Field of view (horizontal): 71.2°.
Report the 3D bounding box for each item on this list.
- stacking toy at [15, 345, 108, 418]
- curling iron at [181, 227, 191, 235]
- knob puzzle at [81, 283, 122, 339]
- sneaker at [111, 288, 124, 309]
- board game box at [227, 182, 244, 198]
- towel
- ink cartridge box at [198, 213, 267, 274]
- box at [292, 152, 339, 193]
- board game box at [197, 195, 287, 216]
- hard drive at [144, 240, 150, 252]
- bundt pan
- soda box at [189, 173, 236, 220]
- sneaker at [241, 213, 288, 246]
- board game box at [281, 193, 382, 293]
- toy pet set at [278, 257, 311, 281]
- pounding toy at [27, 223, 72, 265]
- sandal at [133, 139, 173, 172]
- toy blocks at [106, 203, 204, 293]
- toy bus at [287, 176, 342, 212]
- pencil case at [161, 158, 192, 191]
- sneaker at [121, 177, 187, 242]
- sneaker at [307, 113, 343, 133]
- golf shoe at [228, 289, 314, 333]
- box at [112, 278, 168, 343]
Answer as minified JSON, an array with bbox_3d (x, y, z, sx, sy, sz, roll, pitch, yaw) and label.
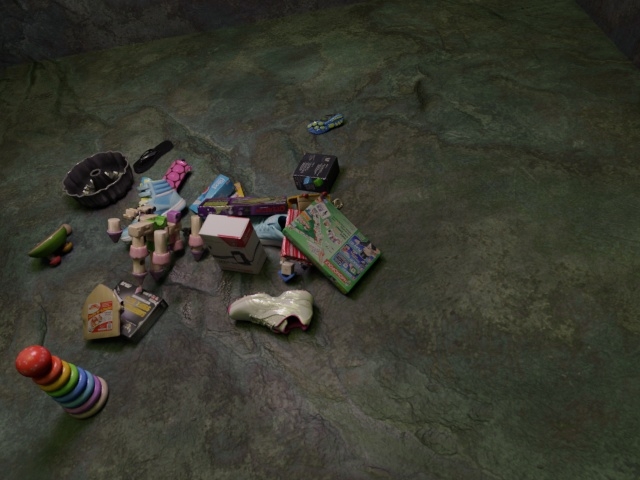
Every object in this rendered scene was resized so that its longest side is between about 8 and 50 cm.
[{"bbox_3d":[-0.802,0.429,1.382,0.141,0.330,0.141,-6,50,7],"label":"stacking toy"},{"bbox_3d":[-0.462,-0.049,1.903,0.274,0.035,0.068,-6,12,3],"label":"curling iron"},{"bbox_3d":[-0.788,0.255,1.623,0.213,0.030,0.213,-4,80,24],"label":"knob puzzle"},{"bbox_3d":[-0.757,0.224,1.668,0.044,0.040,0.109,-21,57,-10],"label":"sneaker"},{"bbox_3d":[-0.395,-0.190,2.019,0.104,0.026,0.154,-21,49,-5],"label":"board game box"},{"bbox_3d":[0.000,0.000,1.654,0.275,0.031,0.198,14,67,-15],"label":"towel"},{"bbox_3d":[-0.324,0.019,1.688,0.172,0.237,0.100,7,55,18],"label":"ink cartridge box"},{"bbox_3d":[-0.017,-0.300,1.984,0.158,0.093,0.156,10,53,21],"label":"box"},{"bbox_3d":[-0.312,-0.144,1.839,0.347,0.056,0.208,-2,19,-3],"label":"board game box"},{"bbox_3d":[-0.689,0.003,1.923,0.094,0.022,0.135,26,60,29],"label":"hard drive"},{"bbox_3d":[-1.069,-0.287,2.187,0.331,0.124,0.330,-6,49,7],"label":"bundt pan"},{"bbox_3d":[-0.476,-0.190,1.981,0.071,0.067,0.210,29,72,38],"label":"soda box"},{"bbox_3d":[-0.177,-0.061,1.777,0.366,0.150,0.135,12,52,20],"label":"sneaker"},{"bbox_3d":[0.045,0.010,1.623,0.317,0.046,0.213,45,64,0],"label":"board game box"},{"bbox_3d":[-0.102,0.109,1.695,0.122,0.065,0.114,10,18,17],"label":"toy pet set"},{"bbox_3d":[-1.166,0.029,1.974,0.183,0.110,0.237,-40,23,-7],"label":"pounding toy"},{"bbox_3d":[-0.881,-0.449,2.327,0.097,0.054,0.254,21,58,27],"label":"sandal"},{"bbox_3d":[-0.647,0.033,1.748,0.309,0.259,0.288,12,21,18],"label":"toy blocks"},{"bbox_3d":[-0.039,-0.144,1.845,0.104,0.202,0.190,-2,50,52],"label":"toy bus"},{"bbox_3d":[-0.696,-0.290,2.133,0.098,0.095,0.209,17,55,0],"label":"pencil case"},{"bbox_3d":[-0.764,-0.149,1.933,0.319,0.208,0.127,-42,26,-28],"label":"sneaker"},{"bbox_3d":[0.024,-0.588,2.249,0.188,0.067,0.078,-21,28,-3],"label":"sneaker"},{"bbox_3d":[-0.173,0.254,1.540,0.307,0.115,0.140,-9,52,7],"label":"golf shoe"},{"bbox_3d":[-0.723,0.263,1.688,0.231,0.056,0.183,18,56,26],"label":"box"}]
